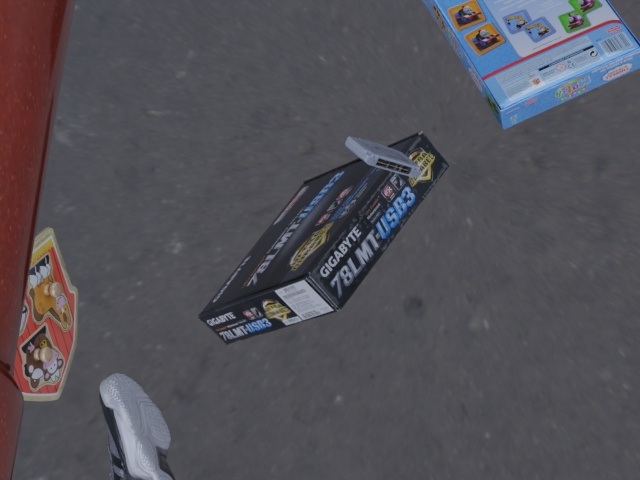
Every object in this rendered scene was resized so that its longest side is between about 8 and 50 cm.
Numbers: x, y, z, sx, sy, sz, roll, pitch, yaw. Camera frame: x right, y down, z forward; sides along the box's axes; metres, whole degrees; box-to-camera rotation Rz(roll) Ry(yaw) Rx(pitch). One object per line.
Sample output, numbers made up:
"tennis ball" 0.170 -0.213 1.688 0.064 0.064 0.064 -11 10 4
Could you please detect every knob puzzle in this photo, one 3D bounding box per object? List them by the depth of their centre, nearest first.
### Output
"knob puzzle" -0.338 0.108 1.587 0.030 0.213 0.213 0 94 24

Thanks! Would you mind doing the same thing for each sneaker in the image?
"sneaker" -0.262 0.317 1.713 0.153 0.101 0.269 -23 90 16

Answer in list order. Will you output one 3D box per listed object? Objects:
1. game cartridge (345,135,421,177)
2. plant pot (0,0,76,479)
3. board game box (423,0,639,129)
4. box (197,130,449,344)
"game cartridge" 0.070 -0.095 1.494 0.083 0.056 0.017 14 113 -37
"plant pot" -0.193 -0.044 0.394 0.272 0.272 0.265 10 72 5
"board game box" 0.215 -0.232 1.384 0.160 0.039 0.211 -24 58 -2
"box" 0.000 0.000 1.808 0.073 0.293 0.295 49 57 -16
